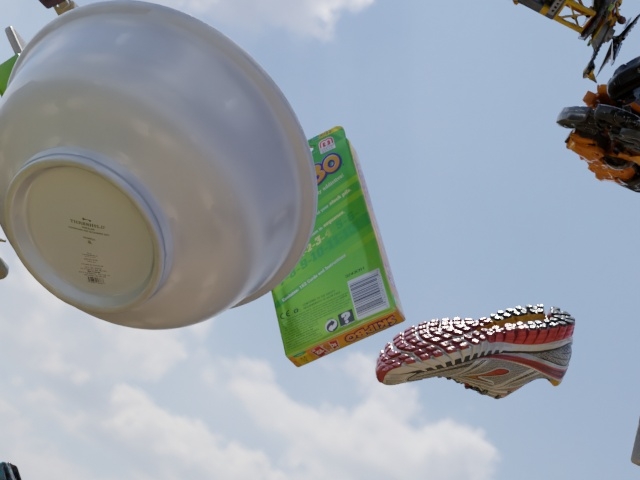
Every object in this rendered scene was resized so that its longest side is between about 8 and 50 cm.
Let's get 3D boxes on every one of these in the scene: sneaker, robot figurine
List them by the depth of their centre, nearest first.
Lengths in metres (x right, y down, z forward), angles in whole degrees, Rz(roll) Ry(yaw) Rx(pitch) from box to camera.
[{"bbox_3d":[0.388,-0.087,1.522,0.291,0.085,0.211,18,-12,35],"label":"robot figurine"},{"bbox_3d":[0.170,0.135,1.599,0.088,0.225,0.093,-123,-152,-69],"label":"sneaker"}]

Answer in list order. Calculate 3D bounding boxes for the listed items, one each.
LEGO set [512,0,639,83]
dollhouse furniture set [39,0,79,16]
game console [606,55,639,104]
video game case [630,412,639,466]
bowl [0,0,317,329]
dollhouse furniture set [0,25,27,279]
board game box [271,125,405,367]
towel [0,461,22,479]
[{"bbox_3d":[0.355,-0.347,1.580,0.192,0.255,0.331,26,-45,-6],"label":"LEGO set"},{"bbox_3d":[-0.267,-0.314,1.650,0.081,0.114,0.091,66,7,21],"label":"dollhouse furniture set"},{"bbox_3d":[0.436,-0.205,1.359,0.213,0.044,0.361,3,-21,-45],"label":"game console"},{"bbox_3d":[0.402,0.138,1.492,0.022,0.190,0.173,28,-21,-30],"label":"video game case"},{"bbox_3d":[-0.163,-0.035,1.201,0.297,0.134,0.298,13,-56,19],"label":"bowl"},{"bbox_3d":[-0.377,-0.059,1.480,0.197,0.301,0.151,53,5,-46],"label":"dollhouse furniture set"},{"bbox_3d":[0.000,0.000,1.544,0.039,0.124,0.259,50,20,-51],"label":"board game box"},{"bbox_3d":[-0.358,0.445,1.503,0.040,0.271,0.370,34,23,-55],"label":"towel"}]
